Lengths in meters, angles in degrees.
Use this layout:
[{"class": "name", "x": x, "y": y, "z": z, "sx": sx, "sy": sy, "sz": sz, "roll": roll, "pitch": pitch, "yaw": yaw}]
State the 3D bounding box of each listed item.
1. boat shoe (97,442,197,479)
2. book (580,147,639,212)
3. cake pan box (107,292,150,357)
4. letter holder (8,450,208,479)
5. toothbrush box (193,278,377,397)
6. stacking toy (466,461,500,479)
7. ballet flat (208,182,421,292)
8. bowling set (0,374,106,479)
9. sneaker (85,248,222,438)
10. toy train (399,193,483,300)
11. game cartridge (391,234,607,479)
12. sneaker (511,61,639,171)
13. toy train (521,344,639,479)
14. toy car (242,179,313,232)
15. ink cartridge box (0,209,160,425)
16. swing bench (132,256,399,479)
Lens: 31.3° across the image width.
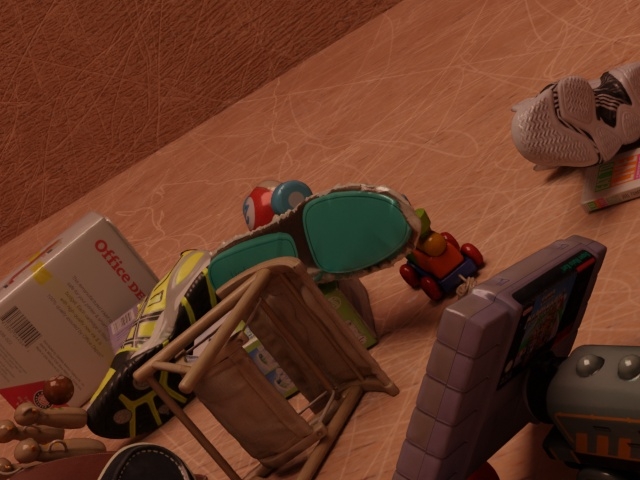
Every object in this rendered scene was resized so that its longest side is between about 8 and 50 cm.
[{"class": "boat shoe", "x": -0.206, "y": 0.407, "z": 1.419, "sx": 0.500, "sy": 0.187, "sz": 0.156, "roll": -97, "pitch": 26, "yaw": -62}, {"class": "book", "x": 0.463, "y": -0.095, "z": 1.702, "sx": 0.144, "sy": 0.035, "sz": 0.096, "roll": -19, "pitch": 31, "yaw": 36}, {"class": "cake pan box", "x": -0.285, "y": 0.174, "z": 2.195, "sx": 0.267, "sy": 0.070, "sz": 0.245, "roll": -36, "pitch": 30, "yaw": 1}, {"class": "letter holder", "x": -0.349, "y": 0.399, "z": 1.759, "sx": 0.302, "sy": 0.152, "sz": 0.214, "roll": -18, "pitch": 26, "yaw": 41}, {"class": "toothbrush box", "x": -0.063, "y": 0.151, "z": 1.875, "sx": 0.283, "sy": 0.122, "sz": 0.206, "roll": -34, "pitch": 20, "yaw": 11}, {"class": "stacking toy", "x": 0.167, "y": 0.311, "z": 1.164, "sx": 0.141, "sy": 0.141, "sz": 0.330, "roll": -34, "pitch": 17, "yaw": 6}, {"class": "ballet flat", "x": 0.000, "y": 0.000, "z": 1.766, "sx": 0.409, "sy": 0.147, "sz": 0.147, "roll": -16, "pitch": 29, "yaw": 36}, {"class": "bowling set", "x": -0.498, "y": 0.330, "z": 1.960, "sx": 0.287, "sy": 0.154, "sz": 0.199, "roll": -41, "pitch": 51, "yaw": 41}, {"class": "sneaker", "x": -0.283, "y": 0.185, "z": 2.037, "sx": 0.384, "sy": 0.145, "sz": 0.147, "roll": -52, "pitch": 37, "yaw": -6}, {"class": "toy train", "x": 0.177, "y": 0.012, "z": 1.759, "sx": 0.105, "sy": 0.143, "sz": 0.248, "roll": -40, "pitch": 21, "yaw": -7}, {"class": "game cartridge", "x": 0.201, "y": 0.129, "z": 1.216, "sx": 0.355, "sy": 0.068, "sz": 0.230, "roll": -21, "pitch": -45, "yaw": -56}, {"class": "sneaker", "x": 0.369, "y": -0.170, "z": 1.772, "sx": 0.366, "sy": 0.137, "sz": 0.210, "roll": -22, "pitch": 1, "yaw": -42}, {"class": "toy train", "x": 0.340, "y": 0.177, "z": 1.079, "sx": 0.142, "sy": 0.190, "sz": 0.334, "roll": -47, "pitch": 23, "yaw": -26}, {"class": "toy car", "x": -0.083, "y": 0.034, "z": 2.077, "sx": 0.238, "sy": 0.210, "sz": 0.219, "roll": -56, "pitch": 15, "yaw": -15}, {"class": "ink cartridge box", "x": -0.518, "y": 0.164, "z": 2.350, "sx": 0.385, "sy": 0.279, "sz": 0.160, "roll": -40, "pitch": 20, "yaw": -11}, {"class": "swing bench", "x": -0.071, "y": 0.196, "z": 1.603, "sx": 0.254, "sy": 0.253, "sz": 0.165, "roll": -46, "pitch": 22, "yaw": -24}]
